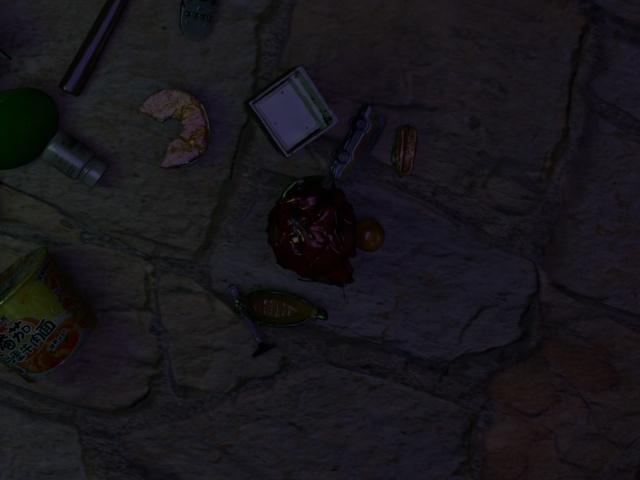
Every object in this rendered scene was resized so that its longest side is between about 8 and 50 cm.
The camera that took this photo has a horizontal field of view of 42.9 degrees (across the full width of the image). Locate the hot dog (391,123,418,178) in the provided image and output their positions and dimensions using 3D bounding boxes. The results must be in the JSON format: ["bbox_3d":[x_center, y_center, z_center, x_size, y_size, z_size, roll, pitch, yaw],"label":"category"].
[{"bbox_3d":[0.199,-0.213,1.943,0.056,0.041,0.133,7,91,-10],"label":"hot dog"}]

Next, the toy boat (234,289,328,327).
[{"bbox_3d":[-0.098,0.162,1.926,0.230,0.088,0.088,8,84,-20],"label":"toy boat"}]

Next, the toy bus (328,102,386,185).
[{"bbox_3d":[0.085,-0.223,1.909,0.075,0.064,0.190,27,95,-18],"label":"toy bus"}]

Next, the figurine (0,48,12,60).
[{"bbox_3d":[-0.822,-0.311,1.664,0.340,0.231,0.324,-52,132,-2],"label":"figurine"}]

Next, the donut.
[{"bbox_3d":[-0.319,-0.254,1.837,0.146,0.078,0.181,-21,96,-5],"label":"donut"}]

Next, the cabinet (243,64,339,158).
[{"bbox_3d":[-0.066,-0.287,1.799,0.150,0.206,0.145,-35,103,-1],"label":"cabinet"}]

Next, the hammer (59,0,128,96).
[{"bbox_3d":[-0.450,-0.517,1.785,0.168,0.044,0.439,30,95,-11],"label":"hammer"}]

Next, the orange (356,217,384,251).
[{"bbox_3d":[0.113,-0.013,1.945,0.083,0.070,0.083,-10,112,-25],"label":"orange"}]

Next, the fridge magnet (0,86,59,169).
[{"bbox_3d":[-0.656,-0.240,1.738,0.208,0.208,0.088,-46,68,1],"label":"fridge magnet"}]

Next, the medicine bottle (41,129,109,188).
[{"bbox_3d":[-0.543,-0.178,1.810,0.130,0.080,0.080,35,93,-13],"label":"medicine bottle"}]

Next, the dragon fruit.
[{"bbox_3d":[0.000,0.000,1.849,0.234,0.234,0.293,-31,95,-2],"label":"dragon fruit"}]

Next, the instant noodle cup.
[{"bbox_3d":[-0.630,0.171,1.781,0.264,0.264,0.200,-39,111,-1],"label":"instant noodle cup"}]

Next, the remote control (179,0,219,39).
[{"bbox_3d":[-0.263,-0.572,1.796,0.097,0.045,0.256,4,103,-38],"label":"remote control"}]

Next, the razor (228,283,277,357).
[{"bbox_3d":[-0.172,0.191,1.958,0.066,0.033,0.190,-26,102,-4],"label":"razor"}]
